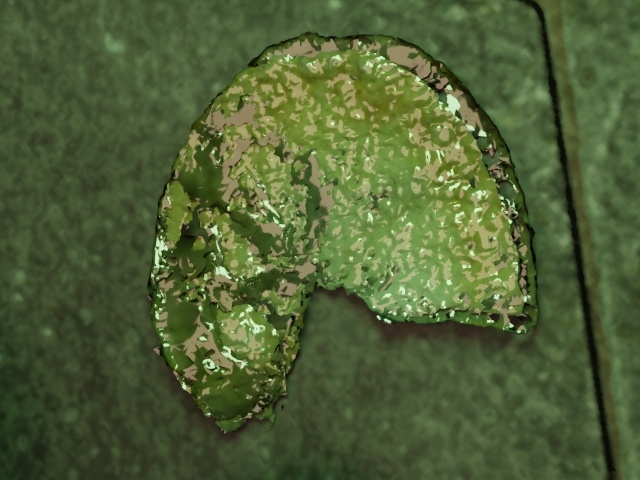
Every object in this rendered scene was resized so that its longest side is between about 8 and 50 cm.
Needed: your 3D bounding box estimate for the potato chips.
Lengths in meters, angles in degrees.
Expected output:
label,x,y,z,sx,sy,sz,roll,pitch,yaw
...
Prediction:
label,x,y,z,sx,sy,sz,roll,pitch,yaw
potato chips,0.001,0.000,0.881,0.220,0.029,0.202,-36,83,13
